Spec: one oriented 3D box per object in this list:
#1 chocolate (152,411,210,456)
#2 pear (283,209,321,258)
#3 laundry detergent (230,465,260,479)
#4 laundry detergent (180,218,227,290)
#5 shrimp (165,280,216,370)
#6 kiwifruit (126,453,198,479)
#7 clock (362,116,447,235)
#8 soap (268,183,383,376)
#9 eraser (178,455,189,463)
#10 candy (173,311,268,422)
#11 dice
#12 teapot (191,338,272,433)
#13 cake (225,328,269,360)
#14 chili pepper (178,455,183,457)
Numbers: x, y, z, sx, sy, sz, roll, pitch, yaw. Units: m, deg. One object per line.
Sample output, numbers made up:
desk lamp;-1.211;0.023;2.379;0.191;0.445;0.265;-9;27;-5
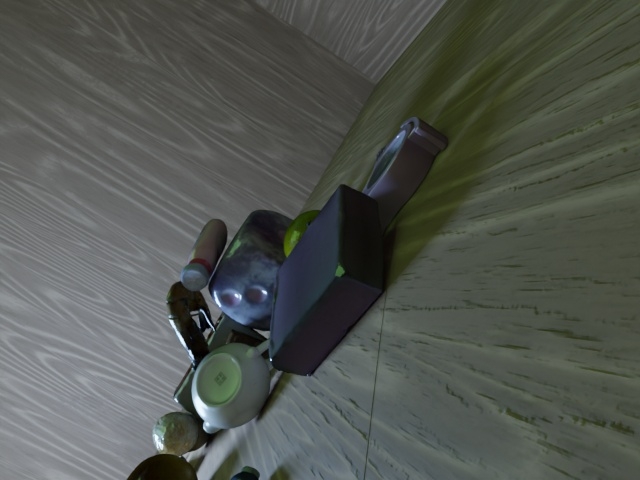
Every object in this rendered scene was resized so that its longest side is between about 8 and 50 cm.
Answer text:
chocolate;-0.424;0.585;1.882;0.134;0.134;0.309;-59;-11;-7
pear;0.000;0.000;1.663;0.216;0.166;0.180;-18;21;43
laundry detergent;-0.146;0.464;1.023;0.097;0.061;0.206;-63;1;41
laundry detergent;-0.349;0.050;1.861;0.335;0.087;0.159;-86;10;-68
shrimp;-0.366;0.248;1.799;0.075;0.290;0.178;-20;14;24
kiwifruit;-0.402;0.641;1.518;0.196;0.196;0.234;-50;6;49
clock;0.164;-0.152;1.419;0.276;0.080;0.290;-56;7;13
soap;0.004;0.079;1.239;0.296;0.107;0.286;-53;20;35
eraser;-0.490;0.778;1.940;0.171;0.087;0.290;-56;5;-31
candy;-0.311;0.402;1.945;0.321;0.179;0.135;-60;9;-7
dice;-0.166;0.089;1.883;0.271;0.270;0.270;-55;8;27
teapot;-0.205;0.348;1.509;0.298;0.204;0.139;-42;-37;1
cake;-0.227;0.350;1.805;0.135;0.134;0.147;166;124;-77
chili pepper;-0.540;0.831;2.183;0.169;0.064;0.088;-58;7;-28
